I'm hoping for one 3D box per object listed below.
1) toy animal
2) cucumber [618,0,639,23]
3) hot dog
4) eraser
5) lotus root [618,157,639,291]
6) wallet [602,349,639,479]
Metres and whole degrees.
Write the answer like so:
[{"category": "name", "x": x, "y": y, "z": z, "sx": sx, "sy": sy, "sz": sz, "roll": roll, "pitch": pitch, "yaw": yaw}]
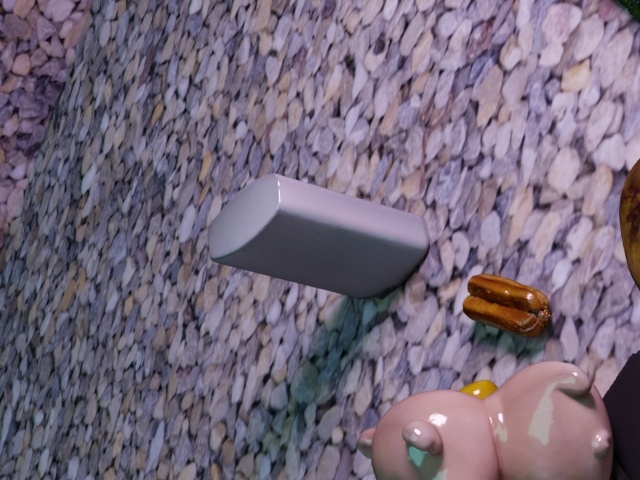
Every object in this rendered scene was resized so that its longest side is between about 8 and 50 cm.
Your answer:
[{"category": "toy animal", "x": 0.191, "y": 0.296, "z": 1.837, "sx": 0.345, "sy": 0.247, "sz": 0.277, "roll": -21, "pitch": 66, "yaw": 57}, {"category": "cucumber", "x": 0.405, "y": -0.329, "z": 1.927, "sx": 0.058, "sy": 0.058, "sz": 0.187, "roll": -61, "pitch": 34, "yaw": 23}, {"category": "hot dog", "x": 0.254, "y": 0.088, "z": 2.014, "sx": 0.165, "sy": 0.045, "sz": 0.071, "roll": 16, "pitch": 91, "yaw": 58}, {"category": "eraser", "x": 0.000, "y": 0.000, "z": 2.213, "sx": 0.189, "sy": 0.290, "sz": 0.104, "roll": -33, "pitch": 52, "yaw": 44}, {"category": "lotus root", "x": 0.425, "y": -0.014, "z": 1.673, "sx": 0.169, "sy": 0.141, "sz": 0.314, "roll": -24, "pitch": 45, "yaw": 31}, {"category": "wallet", "x": 0.405, "y": 0.248, "z": 1.741, "sx": 0.124, "sy": 0.025, "sz": 0.244, "roll": -61, "pitch": 36, "yaw": 24}]
